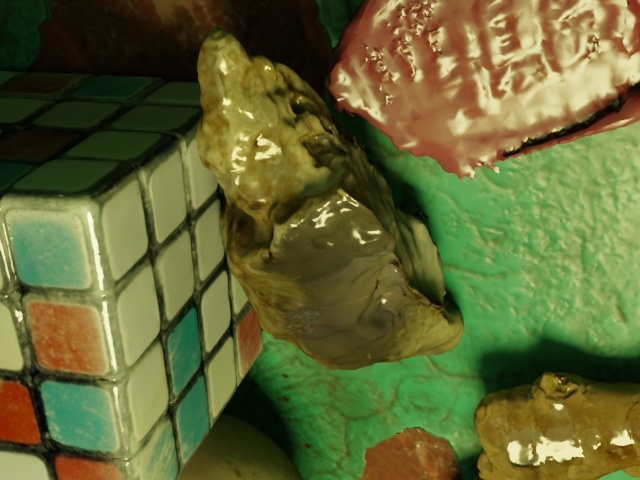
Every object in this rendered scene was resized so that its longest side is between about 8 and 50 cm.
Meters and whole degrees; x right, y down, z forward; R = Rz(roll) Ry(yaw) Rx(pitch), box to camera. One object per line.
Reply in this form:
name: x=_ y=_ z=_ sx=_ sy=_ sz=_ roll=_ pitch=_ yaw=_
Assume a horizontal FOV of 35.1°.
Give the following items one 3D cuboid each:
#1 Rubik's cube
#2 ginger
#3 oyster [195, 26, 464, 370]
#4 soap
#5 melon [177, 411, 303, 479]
Rubik's cube: x=-0.207 y=0.029 z=0.768 sx=0.253 sy=0.259 sz=0.256 roll=4 pitch=118 yaw=15
ginger: x=0.220 y=0.151 z=0.786 sx=0.333 sy=0.081 sz=0.148 roll=-27 pitch=109 yaw=29
oyster: x=0.003 y=0.003 z=0.711 sx=0.166 sy=0.110 sz=0.341 roll=-8 pitch=140 yaw=10
soap: x=0.136 y=-0.152 z=0.650 sx=0.289 sy=0.112 sz=0.182 roll=-16 pitch=107 yaw=26
melon: x=-0.158 y=0.278 z=0.873 sx=0.330 sy=0.268 sz=0.268 roll=-16 pitch=110 yaw=34
